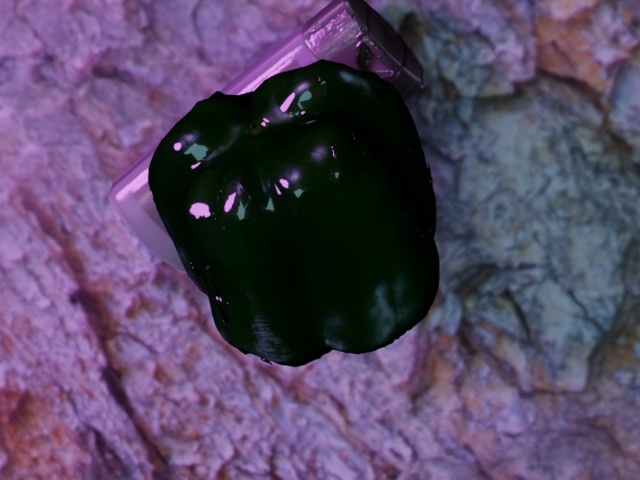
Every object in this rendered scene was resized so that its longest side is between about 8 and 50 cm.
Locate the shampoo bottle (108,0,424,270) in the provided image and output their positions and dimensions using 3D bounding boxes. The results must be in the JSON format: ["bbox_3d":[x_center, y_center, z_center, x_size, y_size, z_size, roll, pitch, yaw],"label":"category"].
[{"bbox_3d":[-0.039,-0.072,1.255,0.227,0.056,0.086,-37,112,21],"label":"shampoo bottle"}]

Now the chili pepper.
[{"bbox_3d":[0.000,0.000,1.182,0.173,0.165,0.261,-28,141,-3],"label":"chili pepper"}]
